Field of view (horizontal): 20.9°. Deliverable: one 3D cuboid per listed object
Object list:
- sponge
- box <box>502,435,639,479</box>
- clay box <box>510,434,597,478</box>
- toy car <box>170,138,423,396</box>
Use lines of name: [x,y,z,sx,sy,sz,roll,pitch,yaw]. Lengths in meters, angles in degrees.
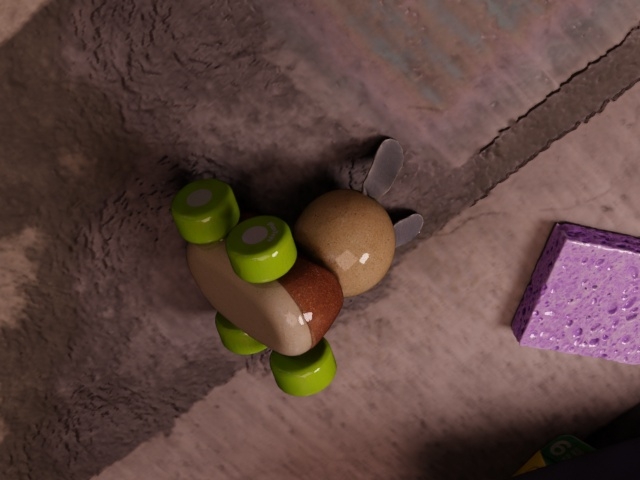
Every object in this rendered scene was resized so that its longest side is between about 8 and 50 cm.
sponge: [0.282,0.056,1.521,0.210,0.031,0.117,10,122,-18]
box: [0.270,0.351,1.545,0.294,0.182,0.296,-16,111,-19]
clay box: [0.205,0.291,1.657,0.127,0.053,0.222,30,115,-27]
toy car: [0.000,0.000,1.395,0.188,0.149,0.155,-36,133,-21]
